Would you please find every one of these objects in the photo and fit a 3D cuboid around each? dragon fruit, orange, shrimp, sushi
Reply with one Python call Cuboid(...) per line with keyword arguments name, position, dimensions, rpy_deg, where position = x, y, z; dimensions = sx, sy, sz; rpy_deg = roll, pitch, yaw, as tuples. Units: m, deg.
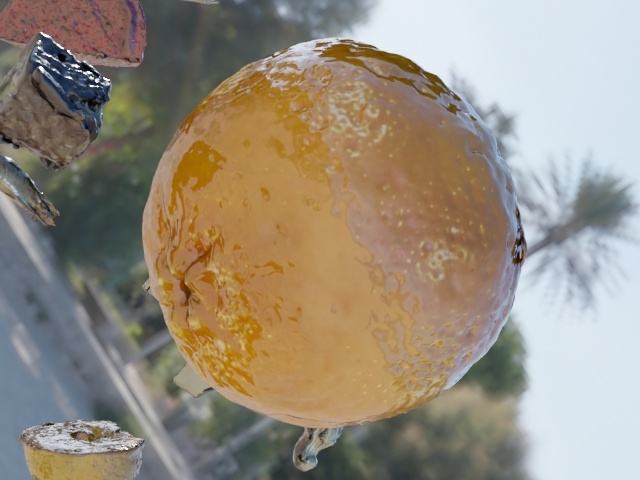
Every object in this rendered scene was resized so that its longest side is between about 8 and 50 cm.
Cuboid(name="dragon fruit", position=(-0.242, -0.235, 1.801), dimensions=(0.083, 0.162, 0.106), rpy_deg=(36, 64, -76))
Cuboid(name="orange", position=(0.000, 0.000, 1.509), dimensions=(0.340, 0.293, 0.341), rpy_deg=(33, -47, 44))
Cuboid(name="shrimp", position=(-0.226, -0.060, 1.255), dimensions=(0.114, 0.023, 0.083), rpy_deg=(49, 14, -32))
Cuboid(name="sushi", position=(-0.223, -0.117, 1.448), dimensions=(0.084, 0.098, 0.094), rpy_deg=(36, 38, -23))

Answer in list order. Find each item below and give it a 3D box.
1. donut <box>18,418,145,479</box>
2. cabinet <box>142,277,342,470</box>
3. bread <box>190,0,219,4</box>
Cuboid(name="donut", position=(-0.197, 0.177, 1.426), dimensions=(0.108, 0.097, 0.043), rpy_deg=(-166, -105, -67))
Cuboid(name="cabinet", position=(-0.020, 0.051, 2.103), dimensions=(0.227, 0.318, 0.290), rpy_deg=(35, 11, -26))
Cuboid(name="bread", position=(-0.155, -0.454, 2.509), dimensions=(0.192, 0.109, 0.210), rpy_deg=(-14, -89, 49))
